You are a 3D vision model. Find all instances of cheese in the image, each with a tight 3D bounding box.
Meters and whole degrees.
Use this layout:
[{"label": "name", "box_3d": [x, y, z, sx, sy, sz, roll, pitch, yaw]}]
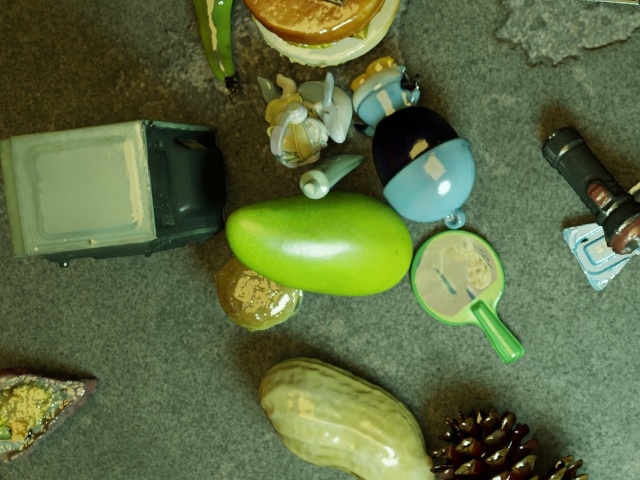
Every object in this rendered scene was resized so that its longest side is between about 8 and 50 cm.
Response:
[{"label": "cheese", "box_3d": [0.533, -0.023, 1.843, 0.244, 0.052, 0.135, -30, 84, 16]}]

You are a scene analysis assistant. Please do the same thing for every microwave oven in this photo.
[{"label": "microwave oven", "box_3d": [-0.333, -0.077, 1.884, 0.286, 0.355, 0.218, -5, 92, 13]}]

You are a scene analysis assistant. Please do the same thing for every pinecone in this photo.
[{"label": "pinecone", "box_3d": [0.308, 0.398, 1.841, 0.246, 0.246, 0.292, -42, 69, 12]}]

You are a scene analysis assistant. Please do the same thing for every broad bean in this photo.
[{"label": "broad bean", "box_3d": [-0.183, -0.398, 1.983, 0.075, 0.067, 0.325, -5, 95, 43]}]

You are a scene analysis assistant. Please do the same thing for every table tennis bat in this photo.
[{"label": "table tennis bat", "box_3d": [0.261, 0.100, 1.923, 0.160, 0.039, 0.257, -38, 83, 15]}]

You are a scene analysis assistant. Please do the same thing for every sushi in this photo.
[{"label": "sushi", "box_3d": [-0.549, 0.297, 2.085, 0.241, 0.107, 0.161, -44, 84, 4]}]

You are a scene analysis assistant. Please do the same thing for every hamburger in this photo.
[{"label": "hamburger", "box_3d": [-0.104, 0.068, 1.955, 0.159, 0.131, 0.185, -4, 91, 12]}, {"label": "hamburger", "box_3d": [-0.003, -0.433, 1.852, 0.291, 0.225, 0.291, 0, 88, 8]}]

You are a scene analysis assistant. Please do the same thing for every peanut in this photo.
[{"label": "peanut", "box_3d": [0.049, 0.320, 1.924, 0.340, 0.158, 0.174, 22, 80, 8]}]

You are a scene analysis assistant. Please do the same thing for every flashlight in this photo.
[{"label": "flashlight", "box_3d": [0.447, -0.086, 1.811, 0.093, 0.093, 0.232, -39, 66, 12]}]

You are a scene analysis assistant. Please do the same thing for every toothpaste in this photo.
[{"label": "toothpaste", "box_3d": [0.013, -0.114, 1.848, 0.069, 0.268, 0.047, -27, 98, 20]}]

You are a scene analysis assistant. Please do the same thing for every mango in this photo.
[{"label": "mango", "box_3d": [0.000, 0.000, 1.847, 0.192, 0.343, 0.156, -57, 39, 36]}]

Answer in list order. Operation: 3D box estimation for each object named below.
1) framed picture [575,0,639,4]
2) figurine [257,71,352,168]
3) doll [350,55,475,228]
[{"label": "framed picture", "box_3d": [0.444, -0.495, 1.854, 0.195, 0.010, 0.199, 8, 96, 12]}, {"label": "figurine", "box_3d": [-0.032, -0.208, 1.900, 0.208, 0.128, 0.184, 25, 59, 40]}, {"label": "doll", "box_3d": [0.158, -0.156, 1.877, 0.177, 0.141, 0.314, -39, 70, 39]}]
